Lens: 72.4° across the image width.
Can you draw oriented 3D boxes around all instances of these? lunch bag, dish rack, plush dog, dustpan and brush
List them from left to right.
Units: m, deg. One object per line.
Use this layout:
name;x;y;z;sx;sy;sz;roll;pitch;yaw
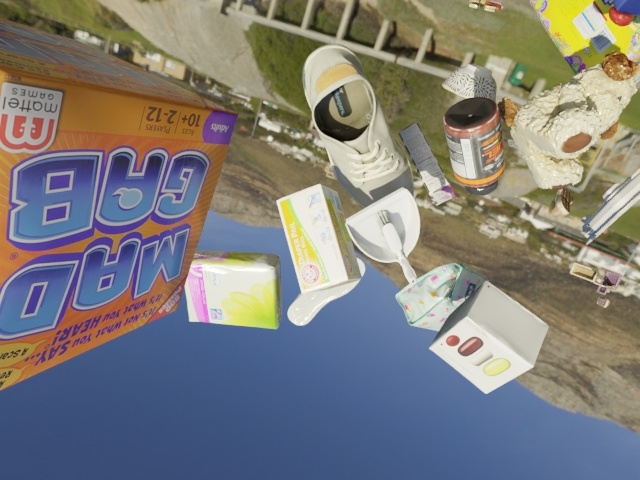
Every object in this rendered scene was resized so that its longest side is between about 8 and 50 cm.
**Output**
dustpan and brush;0.158;0.012;0.919;0.211;0.147;0.060;59;-177;-39
lunch bag;0.436;0.188;1.509;0.223;0.262;0.160;20;-144;-42
plush dog;0.510;-0.258;0.877;0.211;0.225;0.262;63;-171;26
dish rack;0.904;-0.139;1.291;0.072;0.285;0.333;49;179;22

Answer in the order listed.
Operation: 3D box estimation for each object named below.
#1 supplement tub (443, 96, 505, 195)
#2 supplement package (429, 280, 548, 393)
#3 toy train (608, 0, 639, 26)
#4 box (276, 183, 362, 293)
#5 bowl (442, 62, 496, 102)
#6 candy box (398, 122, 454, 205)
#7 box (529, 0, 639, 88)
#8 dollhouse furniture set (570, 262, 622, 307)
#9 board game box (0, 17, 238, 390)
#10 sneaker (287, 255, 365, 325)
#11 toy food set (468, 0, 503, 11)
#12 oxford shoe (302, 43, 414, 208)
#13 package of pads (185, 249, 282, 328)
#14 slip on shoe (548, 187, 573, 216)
supplement tub;0.316;-0.182;0.888;0.106;0.106;0.198;40;167;44
supplement package;0.438;0.258;1.154;0.194;0.203;0.149;37;-129;11
toy train;0.606;-0.454;0.767;0.247;0.105;0.144;-2;-115;-19
box;0.000;0.000;0.916;0.103;0.203;0.114;-19;172;18
bowl;0.453;-0.470;1.288;0.170;0.080;0.170;12;-147;-8
candy box;0.342;-0.242;1.404;0.159;0.071;0.234;19;-133;-66
box;0.732;-0.542;1.082;0.279;0.177;0.290;-15;-106;-32
dollhouse furniture set;0.695;0.110;1.143;0.081;0.091;0.114;7;-166;-37
board game box;-0.398;-0.084;0.592;0.356;0.357;0.356;27;-162;15
sneaker;0.025;0.126;1.354;0.108;0.292;0.169;48;-160;-4
toy food set;0.374;-0.532;0.985;0.077;0.019;0.122;17;-146;7
oxford shoe;0.093;-0.189;0.929;0.449;0.169;0.130;56;-167;-43
package of pads;-0.267;0.144;1.347;0.296;0.229;0.101;3;-155;7
slip on shoe;0.613;-0.098;1.118;0.051;0.041;0.135;48;-137;-6
